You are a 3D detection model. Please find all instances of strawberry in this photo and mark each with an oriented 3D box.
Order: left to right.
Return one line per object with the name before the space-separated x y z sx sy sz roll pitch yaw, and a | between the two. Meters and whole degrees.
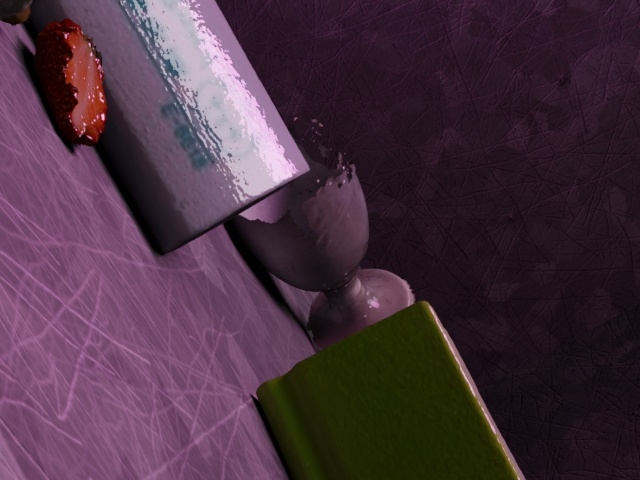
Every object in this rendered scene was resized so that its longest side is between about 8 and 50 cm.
strawberry | -0.229 -0.142 1.469 0.152 0.048 0.104 -91 162 -48

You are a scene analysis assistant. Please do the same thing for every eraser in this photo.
eraser | -0.154 -0.152 1.614 0.189 0.104 0.290 -31 91 -44
eraser | 0.081 0.222 1.581 0.274 0.210 0.092 66 5 30

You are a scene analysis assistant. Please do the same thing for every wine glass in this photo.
wine glass | -0.003 0.005 2.262 0.357 0.190 0.190 63 1 -41

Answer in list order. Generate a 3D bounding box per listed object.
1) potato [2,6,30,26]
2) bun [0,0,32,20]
potato | -0.282 -0.227 1.400 0.046 0.045 0.092 -3 -55 47
bun | -0.266 -0.251 1.219 0.204 0.126 0.212 54 8 -42
